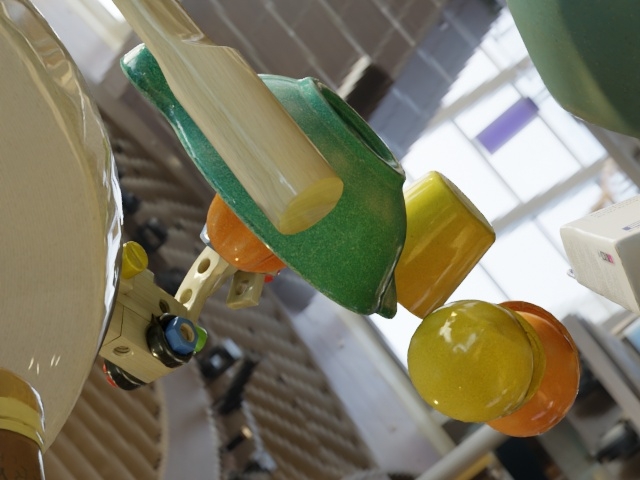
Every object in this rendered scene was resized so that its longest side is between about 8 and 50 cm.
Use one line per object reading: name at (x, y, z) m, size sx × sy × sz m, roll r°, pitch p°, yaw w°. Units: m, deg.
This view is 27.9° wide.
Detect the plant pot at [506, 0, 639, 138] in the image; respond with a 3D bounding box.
plant pot at (0.224, -0.165, 0.761) m, size 0.290 × 0.195 × 0.290 m, roll 8°, pitch -159°, yaw -3°

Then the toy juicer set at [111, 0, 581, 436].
toy juicer set at (0.000, 0.000, 0.565) m, size 0.329 × 0.089 × 0.209 m, roll 35°, pitch -163°, yaw -45°

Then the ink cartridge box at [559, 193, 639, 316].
ink cartridge box at (0.362, -0.040, 1.030) m, size 0.330 × 0.324 × 0.071 m, roll -85°, pitch -26°, yaw -85°

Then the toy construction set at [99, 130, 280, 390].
toy construction set at (-0.183, 0.003, 1.159) m, size 0.328 × 0.151 × 0.215 m, roll 25°, pitch -138°, yaw -28°

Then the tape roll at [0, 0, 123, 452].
tape roll at (-0.304, -0.005, 0.701) m, size 0.392 × 0.392 × 0.072 m, roll 47°, pitch -167°, yaw -12°

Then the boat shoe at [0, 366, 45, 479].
boat shoe at (-0.238, 0.128, 0.478) m, size 0.103 × 0.285 × 0.092 m, roll 79°, pitch 173°, yaw -52°
